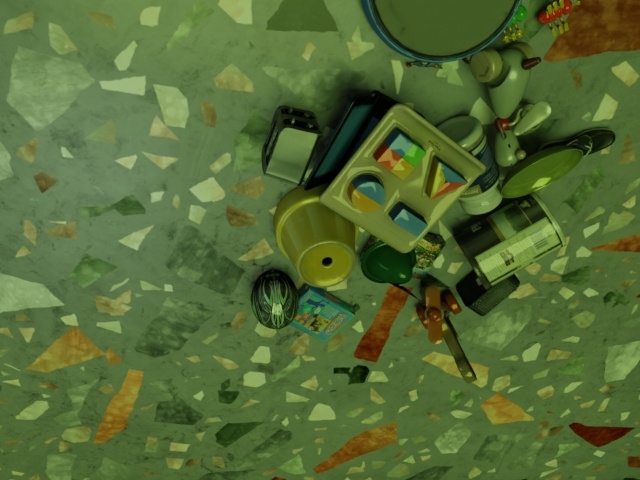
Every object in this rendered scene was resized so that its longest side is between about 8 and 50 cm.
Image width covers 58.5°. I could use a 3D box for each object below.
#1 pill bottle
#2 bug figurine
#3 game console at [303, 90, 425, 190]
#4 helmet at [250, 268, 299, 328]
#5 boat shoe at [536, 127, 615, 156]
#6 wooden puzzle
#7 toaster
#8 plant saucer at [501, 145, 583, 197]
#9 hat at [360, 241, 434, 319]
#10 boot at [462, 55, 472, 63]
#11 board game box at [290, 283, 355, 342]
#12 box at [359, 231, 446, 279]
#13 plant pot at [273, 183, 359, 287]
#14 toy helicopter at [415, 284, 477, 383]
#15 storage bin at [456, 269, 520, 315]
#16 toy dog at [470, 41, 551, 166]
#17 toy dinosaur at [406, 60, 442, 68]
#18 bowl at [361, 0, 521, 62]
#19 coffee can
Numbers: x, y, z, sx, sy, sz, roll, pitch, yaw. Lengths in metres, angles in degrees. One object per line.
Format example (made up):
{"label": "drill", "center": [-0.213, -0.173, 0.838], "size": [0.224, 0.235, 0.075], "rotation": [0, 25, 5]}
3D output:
{"label": "pill bottle", "center": [0.422, -0.209, 1.629], "size": [0.153, 0.153, 0.264], "rotation": [-28, 125, 9]}
{"label": "bug figurine", "center": [0.516, -0.626, 1.402], "size": [0.216, 0.072, 0.279], "rotation": [-21, 131, 12]}
{"label": "game console", "center": [0.122, -0.235, 1.536], "size": [0.250, 0.173, 0.293], "rotation": [23, 118, -16]}
{"label": "helmet", "center": [-0.142, 0.191, 1.798], "size": [0.169, 0.161, 0.169], "rotation": [-5, 126, -7]}
{"label": "boat shoe", "center": [0.772, -0.271, 1.700], "size": [0.233, 0.079, 0.084], "rotation": [-16, 125, -1]}
{"label": "wooden puzzle", "center": [0.219, -0.140, 1.512], "size": [0.322, 0.080, 0.348], "rotation": [30, 116, -23]}
{"label": "toaster", "center": [-0.080, -0.246, 1.501], "size": [0.110, 0.168, 0.185], "rotation": [15, 120, -17]}
{"label": "plant saucer", "center": [0.615, -0.199, 1.610], "size": [0.241, 0.037, 0.241], "rotation": [-19, 160, -7]}
{"label": "hat", "center": [0.243, 0.118, 1.750], "size": [0.209, 0.183, 0.173], "rotation": [1, 125, -11]}
{"label": "boot", "center": [0.365, -0.538, 1.451], "size": [0.084, 0.059, 0.158], "rotation": [-42, 126, 8]}
{"label": "board game box", "center": [-0.012, 0.245, 1.932], "size": [0.210, 0.047, 0.160], "rotation": [33, 113, -28]}
{"label": "box", "center": [0.263, 0.030, 1.834], "size": [0.233, 0.044, 0.159], "rotation": [15, 121, -20]}
{"label": "plant pot", "center": [0.000, 0.000, 1.644], "size": [0.254, 0.239, 0.254], "rotation": [-6, 125, -8]}
{"label": "toy helicopter", "center": [0.413, 0.294, 1.858], "size": [0.140, 0.355, 0.235], "rotation": [-29, 142, 10]}
{"label": "storage bin", "center": [0.563, 0.152, 1.929], "size": [0.084, 0.122, 0.180], "rotation": [31, 114, -28]}
{"label": "toy dog", "center": [0.516, -0.360, 1.485], "size": [0.220, 0.161, 0.333], "rotation": [-41, 120, -13]}
{"label": "toy dinosaur", "center": [0.270, -0.460, 1.494], "size": [0.082, 0.047, 0.090], "rotation": [-15, 139, 22]}
{"label": "bowl", "center": [0.285, -0.602, 1.318], "size": [0.391, 0.077, 0.391], "rotation": [2, 122, 4]}
{"label": "coffee can", "center": [0.585, 0.001, 1.778], "size": [0.275, 0.201, 0.201], "rotation": [-31, 125, 11]}
